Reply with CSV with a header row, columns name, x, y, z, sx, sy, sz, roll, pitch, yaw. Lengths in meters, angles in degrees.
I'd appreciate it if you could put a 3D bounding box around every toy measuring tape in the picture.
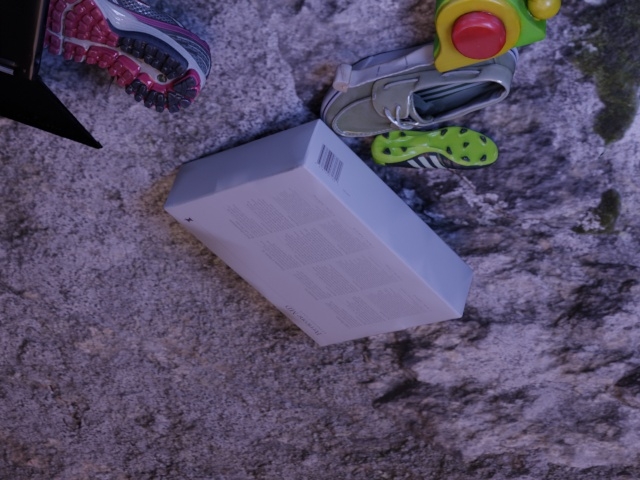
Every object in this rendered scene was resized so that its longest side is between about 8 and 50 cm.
name,x,y,z,sx,sy,sz,roll,pitch,yaw
toy measuring tape,0.146,-0.276,2.098,0.330,0.121,0.121,-13,134,25

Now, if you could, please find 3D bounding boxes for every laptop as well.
name,x,y,z,sx,sy,sz,roll,pitch,yaw
laptop,-0.470,-0.335,2.123,0.382,0.236,0.408,19,112,16

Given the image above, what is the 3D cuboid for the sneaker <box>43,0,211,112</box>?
name,x,y,z,sx,sy,sz,roll,pitch,yaw
sneaker,-0.283,-0.286,2.172,0.299,0.112,0.121,36,127,-10

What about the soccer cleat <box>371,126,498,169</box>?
name,x,y,z,sx,sy,sz,roll,pitch,yaw
soccer cleat,0.159,-0.127,2.308,0.179,0.060,0.072,3,166,-3

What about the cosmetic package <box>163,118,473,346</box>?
name,x,y,z,sx,sy,sz,roll,pitch,yaw
cosmetic package,0.000,0.000,2.406,0.284,0.097,0.377,-16,133,38

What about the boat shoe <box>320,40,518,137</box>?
name,x,y,z,sx,sy,sz,roll,pitch,yaw
boat shoe,0.124,-0.198,2.197,0.302,0.094,0.109,-21,130,31
